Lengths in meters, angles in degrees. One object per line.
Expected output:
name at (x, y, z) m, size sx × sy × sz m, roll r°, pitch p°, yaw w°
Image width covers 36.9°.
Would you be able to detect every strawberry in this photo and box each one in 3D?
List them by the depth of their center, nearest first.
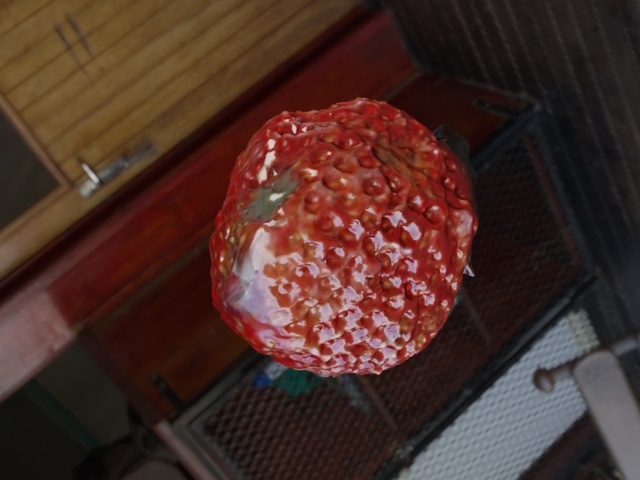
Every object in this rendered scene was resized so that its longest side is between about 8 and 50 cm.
strawberry at (0.000, -0.005, 0.982) m, size 0.310 × 0.291 × 0.292 m, roll 7°, pitch -164°, yaw -37°
